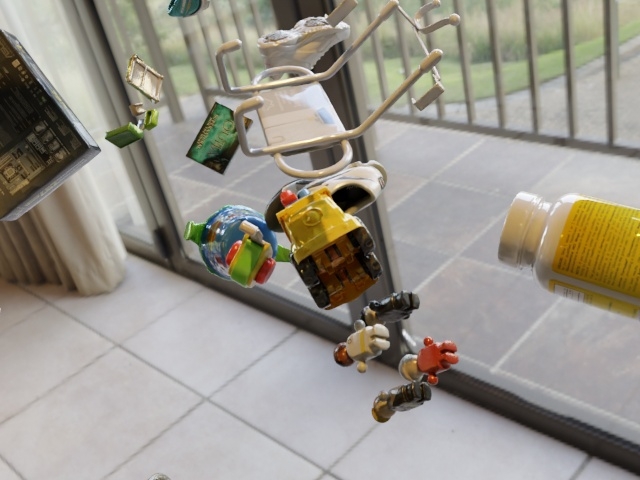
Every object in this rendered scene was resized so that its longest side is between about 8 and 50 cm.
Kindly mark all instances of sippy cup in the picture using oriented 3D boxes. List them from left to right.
[{"bbox_3d":[-0.228,0.011,2.273,0.306,0.239,0.224,-22,9,-16],"label":"sippy cup"}]

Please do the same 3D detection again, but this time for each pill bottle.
[{"bbox_3d":[0.494,0.024,1.357,0.334,0.187,0.188,19,42,23],"label":"pill bottle"}]

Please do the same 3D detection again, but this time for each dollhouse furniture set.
[{"bbox_3d":[-0.323,-0.235,1.335,0.059,0.076,0.151,-14,60,33],"label":"dollhouse furniture set"}]

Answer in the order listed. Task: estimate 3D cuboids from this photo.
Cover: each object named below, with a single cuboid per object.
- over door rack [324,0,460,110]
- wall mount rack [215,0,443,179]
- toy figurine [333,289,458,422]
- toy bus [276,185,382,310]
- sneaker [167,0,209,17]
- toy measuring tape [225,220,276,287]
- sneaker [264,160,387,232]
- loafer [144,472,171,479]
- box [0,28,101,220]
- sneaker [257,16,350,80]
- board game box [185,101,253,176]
[{"bbox_3d":[0.134,-0.409,1.345,0.108,0.240,0.324,-34,32,32],"label":"over door rack"},{"bbox_3d":[0.007,-0.243,1.180,0.304,0.130,0.350,-13,40,-7],"label":"wall mount rack"},{"bbox_3d":[0.142,0.228,1.534,0.148,0.213,0.209,-33,8,44],"label":"toy figurine"},{"bbox_3d":[0.000,0.000,1.486,0.150,0.220,0.211,-32,55,-5],"label":"toy bus"},{"bbox_3d":[-0.330,-0.626,1.703,0.110,0.275,0.107,-24,28,-14],"label":"sneaker"},{"bbox_3d":[-0.169,0.043,1.787,0.122,0.121,0.330,-15,-11,-2],"label":"toy measuring tape"},{"bbox_3d":[-0.004,-0.089,1.866,0.331,0.122,0.146,-23,22,22],"label":"sneaker"},{"bbox_3d":[-0.357,0.535,1.414,0.087,0.094,0.251,-14,30,39],"label":"loafer"},{"bbox_3d":[-0.479,-0.174,1.183,0.183,0.232,0.059,-38,-2,4],"label":"box"},{"bbox_3d":[-0.034,-0.423,1.722,0.232,0.115,0.090,-24,39,-23],"label":"sneaker"},{"bbox_3d":[-0.293,-0.295,2.251,0.126,0.026,0.186,27,84,5],"label":"board game box"}]
